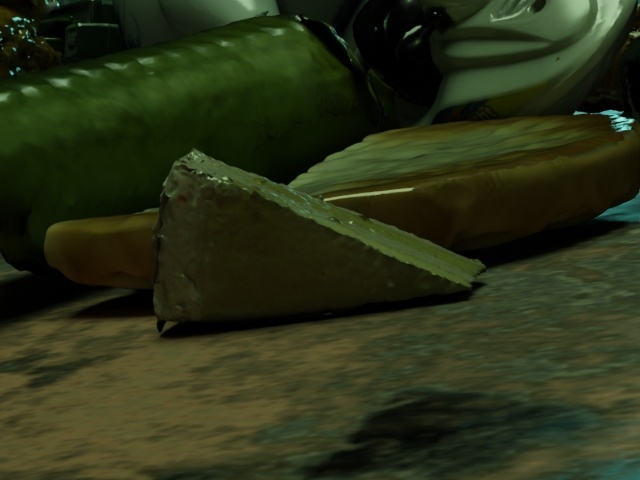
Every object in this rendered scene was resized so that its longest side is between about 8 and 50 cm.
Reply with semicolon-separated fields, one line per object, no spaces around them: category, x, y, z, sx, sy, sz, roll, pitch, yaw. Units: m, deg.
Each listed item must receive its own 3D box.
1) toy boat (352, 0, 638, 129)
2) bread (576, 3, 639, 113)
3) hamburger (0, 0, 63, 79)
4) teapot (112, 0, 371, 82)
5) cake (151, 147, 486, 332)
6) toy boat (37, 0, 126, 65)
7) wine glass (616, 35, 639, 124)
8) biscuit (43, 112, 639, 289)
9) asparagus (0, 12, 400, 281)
toy boat;0.088;-0.114;1.104;0.141;0.140;0.269;-9;-7;-9
bread;0.248;-0.135;1.419;0.233;0.076;0.105;-15;-6;5
hamburger;-0.346;-0.141;1.582;0.245;0.211;0.260;-21;0;21
teapot;0.006;-0.162;1.357;0.280;0.252;0.424;31;17;19
cake;0.000;0.000;0.710;0.121;0.065;0.052;-1;10;3
toy boat;-0.239;-0.142;1.776;0.092;0.141;0.319;0;2;-22
wine glass;0.259;-0.095;1.077;0.196;0.079;0.079;-12;8;-31
biscuit;0.039;-0.019;0.867;0.205;0.040;0.309;-4;8;31
asparagus;-0.093;-0.043;0.951;0.128;0.108;0.382;-4;9;33
